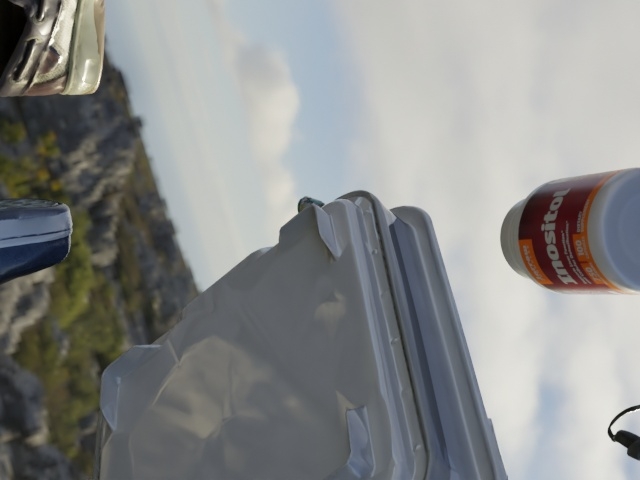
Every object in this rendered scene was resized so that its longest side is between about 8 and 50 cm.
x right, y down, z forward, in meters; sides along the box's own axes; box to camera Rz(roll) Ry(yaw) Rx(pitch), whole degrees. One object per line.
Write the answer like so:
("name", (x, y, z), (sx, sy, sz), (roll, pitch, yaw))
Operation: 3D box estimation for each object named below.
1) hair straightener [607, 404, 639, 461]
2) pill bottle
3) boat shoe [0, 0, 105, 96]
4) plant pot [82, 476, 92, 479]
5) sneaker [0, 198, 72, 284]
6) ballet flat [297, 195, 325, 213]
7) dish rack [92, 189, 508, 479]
("hair straightener", (0.352, 0.196, 1.196), (0.230, 0.089, 0.047), (21, -47, 38))
("pill bottle", (0.190, -0.004, 0.982), (0.152, 0.086, 0.086), (-7, -80, 69))
("boat shoe", (-0.212, -0.209, 1.011), (0.103, 0.092, 0.285), (55, -26, 29))
("plant pot", (-0.184, 0.265, 1.107), (0.096, 0.109, 0.109), (-120, -166, -49))
("sneaker", (-0.210, 0.074, 0.657), (0.086, 0.226, 0.163), (-120, -166, -82))
("ballet flat", (0.000, 0.000, 1.603), (0.041, 0.041, 0.114), (-112, -171, -51))
("dish rack", (-0.043, 0.118, 0.823), (0.072, 0.285, 0.333), (41, 21, -27))
